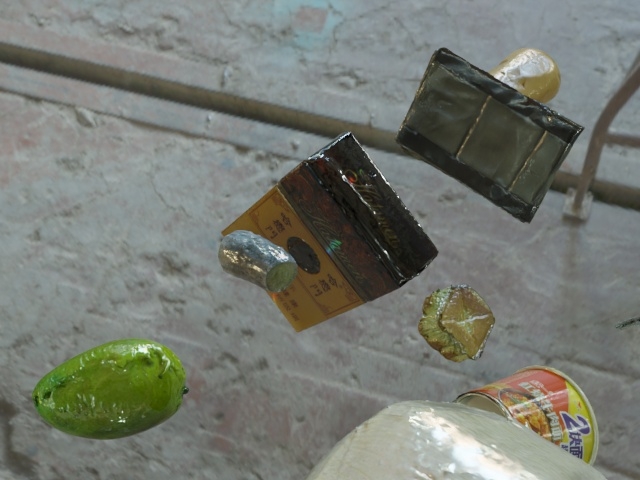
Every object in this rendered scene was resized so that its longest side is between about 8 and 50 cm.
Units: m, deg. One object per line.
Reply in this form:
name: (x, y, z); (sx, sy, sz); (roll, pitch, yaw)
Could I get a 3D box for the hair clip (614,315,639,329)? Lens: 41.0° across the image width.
hair clip: (0.577, 0.148, 1.510); (0.115, 0.030, 0.039); (-19, 58, 43)

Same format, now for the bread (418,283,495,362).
bread: (0.244, 0.144, 1.542); (0.128, 0.069, 0.140); (43, 50, -17)

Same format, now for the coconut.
coconut: (0.117, 0.322, 0.835); (0.360, 0.346, 0.346); (29, 67, 35)

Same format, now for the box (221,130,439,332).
box: (0.001, 0.000, 1.543); (0.116, 0.415, 0.264); (-38, 94, -30)

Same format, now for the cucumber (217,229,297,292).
cucumber: (-0.080, 0.027, 1.111); (0.112, 0.064, 0.064); (22, 64, 40)

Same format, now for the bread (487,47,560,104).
bread: (0.420, -0.329, 1.904); (0.305, 0.091, 0.142); (-38, 78, -31)

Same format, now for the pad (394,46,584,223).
pad: (0.229, -0.147, 1.196); (0.233, 0.174, 0.022); (33, 37, 16)

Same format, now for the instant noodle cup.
instant noodle cup: (0.314, 0.317, 1.398); (0.174, 0.213, 0.213); (-2, 55, -38)

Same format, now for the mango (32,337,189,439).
mango: (-0.247, 0.175, 1.013); (0.178, 0.100, 0.119); (-8, 105, -10)
